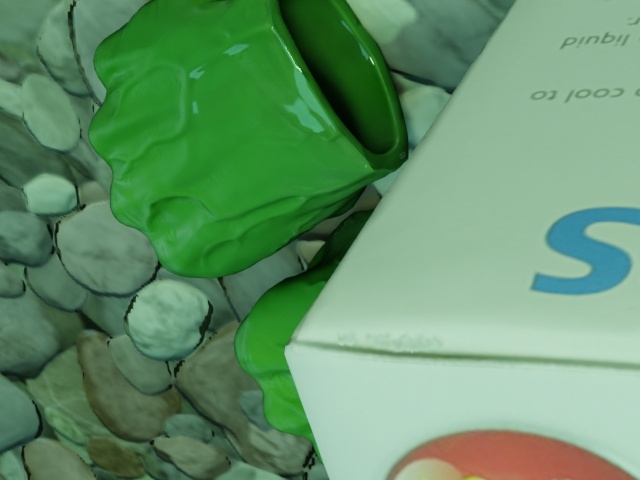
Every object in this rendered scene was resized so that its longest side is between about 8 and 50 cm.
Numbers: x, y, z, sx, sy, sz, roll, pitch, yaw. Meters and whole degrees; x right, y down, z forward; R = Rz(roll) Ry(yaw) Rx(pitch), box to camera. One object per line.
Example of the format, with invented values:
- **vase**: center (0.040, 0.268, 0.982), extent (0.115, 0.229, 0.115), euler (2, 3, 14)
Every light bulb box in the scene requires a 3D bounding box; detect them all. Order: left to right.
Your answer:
- **light bulb box**: center (0.202, 0.057, 0.493), extent (0.225, 0.361, 0.358), euler (3, 129, 29)

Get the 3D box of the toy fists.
- **toy fists**: center (0.000, 0.000, 0.760), extent (0.142, 0.096, 0.279), euler (-25, 111, 31)
